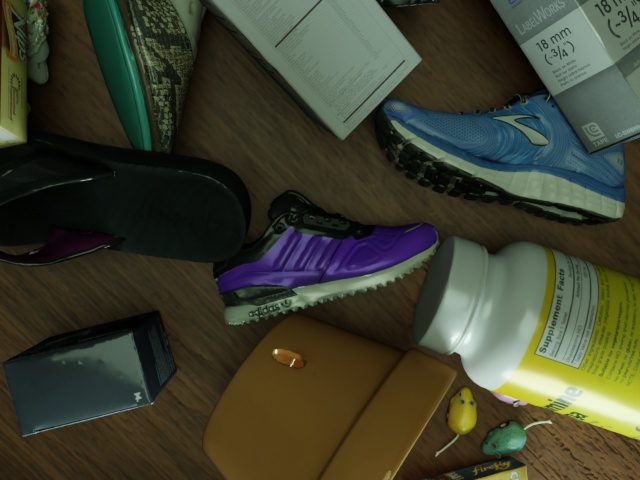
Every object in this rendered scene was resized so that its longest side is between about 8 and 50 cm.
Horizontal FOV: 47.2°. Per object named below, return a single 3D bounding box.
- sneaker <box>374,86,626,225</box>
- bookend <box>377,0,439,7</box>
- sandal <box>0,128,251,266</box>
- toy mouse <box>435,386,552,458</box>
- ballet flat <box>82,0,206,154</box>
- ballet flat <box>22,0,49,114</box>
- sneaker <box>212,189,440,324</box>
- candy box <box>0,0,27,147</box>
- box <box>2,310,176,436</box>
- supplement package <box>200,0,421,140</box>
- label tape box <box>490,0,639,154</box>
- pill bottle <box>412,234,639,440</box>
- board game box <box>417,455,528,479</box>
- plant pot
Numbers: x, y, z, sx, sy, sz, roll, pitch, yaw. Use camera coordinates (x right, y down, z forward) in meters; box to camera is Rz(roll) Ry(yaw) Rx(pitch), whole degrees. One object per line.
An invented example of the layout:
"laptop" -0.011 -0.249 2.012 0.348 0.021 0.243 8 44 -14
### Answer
"sneaker" 0.228 -0.124 0.920 0.330 0.130 0.147 15 82 -8
"bookend" 0.092 -0.363 0.886 0.072 0.157 0.156 -5 107 -1
"sandal" -0.307 -0.039 0.856 0.446 0.107 0.167 3 126 11
"toy mouse" 0.244 0.233 0.977 0.143 0.031 0.161 14 94 -2
"ballet flat" -0.244 -0.338 0.882 0.182 0.164 0.482 -30 93 -24
"ballet flat" -0.393 -0.200 0.923 0.077 0.091 0.241 30 98 -32
"sneaker" 0.000 0.000 0.922 0.293 0.102 0.146 -17 93 0
"candy box" -0.496 -0.178 0.829 0.317 0.087 0.182 -9 73 9
"box" -0.275 0.157 0.901 0.156 0.158 0.093 -14 94 0
"supplement package" -0.025 -0.258 0.842 0.139 0.134 0.244 -45 120 2
"label tape box" 0.328 -0.307 0.860 0.241 0.106 0.333 -38 95 -26
"pill bottle" 0.292 0.113 0.892 0.334 0.188 0.187 19 94 -2
"board game box" 0.204 0.424 0.963 0.165 0.042 0.243 -8 94 -17
"plant pot" -0.001 0.222 0.864 0.203 0.291 0.290 32 93 13
